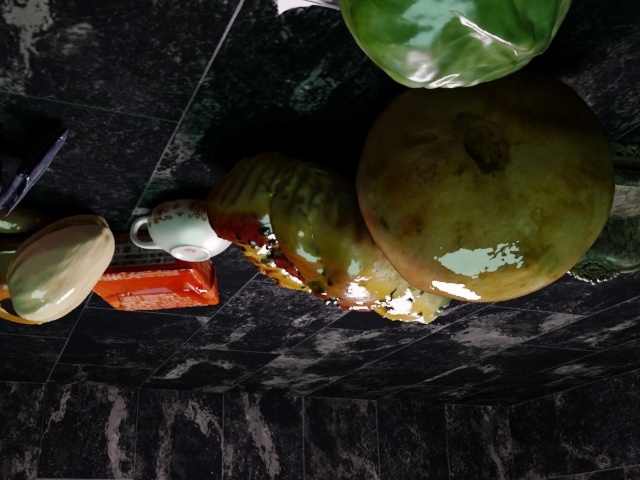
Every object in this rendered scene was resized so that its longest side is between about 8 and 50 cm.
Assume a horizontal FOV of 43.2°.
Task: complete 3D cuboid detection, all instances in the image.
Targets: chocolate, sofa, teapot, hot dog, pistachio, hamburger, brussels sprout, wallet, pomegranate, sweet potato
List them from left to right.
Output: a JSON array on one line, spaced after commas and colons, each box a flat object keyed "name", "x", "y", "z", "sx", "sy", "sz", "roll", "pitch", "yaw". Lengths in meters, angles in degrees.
[{"name": "sweet potato", "x": -0.591, "y": -0.050, "z": 1.428, "sx": 0.281, "sy": 0.059, "sz": 0.067, "roll": 17, "pitch": 161, "yaw": -37}, {"name": "hamburger", "x": -0.602, "y": 0.074, "z": 1.630, "sx": 0.237, "sy": 0.147, "sz": 0.237, "roll": 1, "pitch": 146, "yaw": 1}, {"name": "wallet", "x": -0.444, "y": -0.107, "z": 1.237, "sx": 0.030, "sy": 0.111, "sz": 0.166, "roll": 38, "pitch": 146, "yaw": -16}, {"name": "pistachio", "x": -0.476, "y": 0.048, "z": 1.486, "sx": 0.229, "sy": 0.157, "sz": 0.157, "roll": -46, "pitch": 156, "yaw": -6}, {"name": "chocolate", "x": -0.347, "y": 0.063, "z": 1.671, "sx": 0.237, "sy": 0.108, "sz": 0.235, "roll": -3, "pitch": 159, "yaw": 7}, {"name": "teapot", "x": -0.247, "y": -0.022, "z": 1.486, "sx": 0.245, "sy": 0.116, "sz": 0.159, "roll": -2, "pitch": 170, "yaw": 17}, {"name": "hot dog", "x": 0.000, "y": 0.000, "z": 1.308, "sx": 0.367, "sy": 0.196, "sz": 0.365, "roll": 20, "pitch": 167, "yaw": 28}, {"name": "brussels sprout", "x": 0.130, "y": -0.253, "z": 0.784, "sx": 0.244, "sy": 0.244, "sz": 0.244, "roll": -1, "pitch": 159, "yaw": -1}, {"name": "pomegranate", "x": 0.215, "y": -0.074, "z": 1.095, "sx": 0.338, "sy": 0.338, "sz": 0.338, "roll": -1, "pitch": 159, "yaw": -1}, {"name": "sofa", "x": 0.493, "y": -0.043, "z": 1.356, "sx": 0.258, "sy": 0.182, "sz": 0.200, "roll": 3, "pitch": 157, "yaw": -11}]

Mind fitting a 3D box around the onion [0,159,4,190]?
[{"name": "onion", "x": -0.592, "y": -0.070, "z": 1.237, "sx": 0.200, "sy": 0.200, "sz": 0.207, "roll": 7, "pitch": -175, "yaw": -22}]
